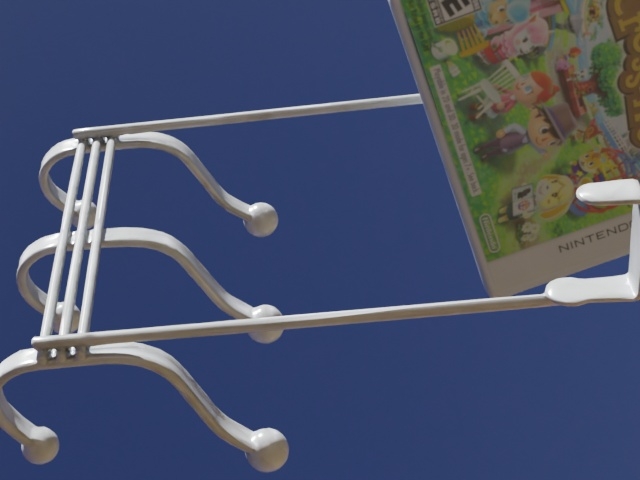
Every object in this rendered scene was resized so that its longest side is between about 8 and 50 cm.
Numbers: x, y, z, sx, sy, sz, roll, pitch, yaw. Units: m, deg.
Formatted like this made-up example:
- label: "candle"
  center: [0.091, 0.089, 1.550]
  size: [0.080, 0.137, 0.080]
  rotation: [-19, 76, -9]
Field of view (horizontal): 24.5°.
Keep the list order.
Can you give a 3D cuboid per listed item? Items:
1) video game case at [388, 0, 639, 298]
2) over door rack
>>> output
- label: "video game case"
  center: [0.159, -0.081, 0.834]
  size: [0.193, 0.023, 0.212]
  rotation: [-20, -59, 4]
- label: "over door rack"
  center: [0.000, 0.000, 0.784]
  size: [0.324, 0.239, 0.108]
  rotation: [-15, -58, 6]
